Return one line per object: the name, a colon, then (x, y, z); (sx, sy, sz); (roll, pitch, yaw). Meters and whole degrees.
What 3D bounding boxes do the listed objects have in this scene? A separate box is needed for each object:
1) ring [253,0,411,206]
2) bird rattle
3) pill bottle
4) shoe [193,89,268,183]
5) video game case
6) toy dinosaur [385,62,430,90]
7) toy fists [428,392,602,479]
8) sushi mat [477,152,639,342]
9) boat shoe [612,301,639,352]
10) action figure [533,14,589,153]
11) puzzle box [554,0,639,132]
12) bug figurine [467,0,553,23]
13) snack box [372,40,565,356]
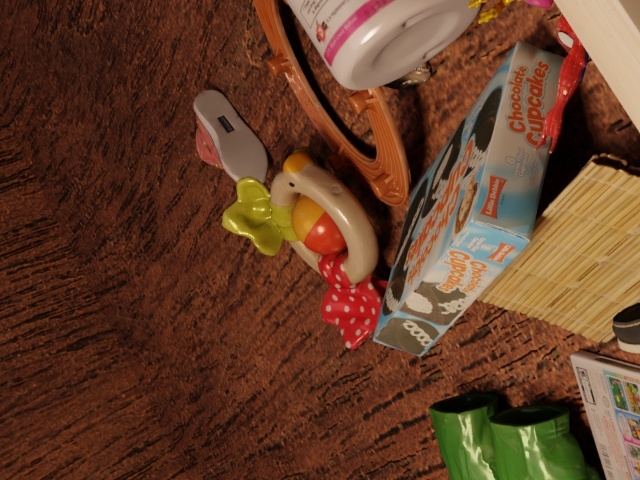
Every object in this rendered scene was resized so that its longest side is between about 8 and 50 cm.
ring: (-0.002, -0.180, 1.569); (0.336, 0.032, 0.336); (55, 169, 16)
bird rattle: (0.000, 0.000, 1.692); (0.253, 0.143, 0.207); (53, 158, 17)
pill bottle: (0.016, -0.298, 1.323); (0.283, 0.160, 0.160); (58, 157, 13)
shoe: (-0.125, -0.124, 1.959); (0.178, 0.063, 0.081); (57, 159, 30)
video game case: (0.314, 0.191, 1.380); (0.143, 0.019, 0.157); (12, 124, 62)
toy dinosaur: (0.017, -0.253, 1.506); (0.268, 0.064, 0.118); (47, 159, 43)
toy fists: (0.218, 0.251, 1.561); (0.279, 0.096, 0.142); (-3, 102, 68)
sushi mat: (0.246, 0.015, 1.221); (0.151, 0.019, 0.316); (21, 155, -5)
boat shoe: (0.313, 0.035, 1.127); (0.079, 0.084, 0.233); (60, 150, 1)
action figure: (0.261, -0.112, 1.037); (0.280, 0.091, 0.139); (28, 110, 57)
puzzle box: (0.240, -0.195, 0.793); (0.409, 0.272, 0.052); (60, 157, 11)
bug figurine: (0.162, -0.289, 1.128); (0.216, 0.072, 0.279); (61, 154, -9)
snack box: (0.137, -0.027, 1.331); (0.060, 0.187, 0.322); (19, 154, -6)
